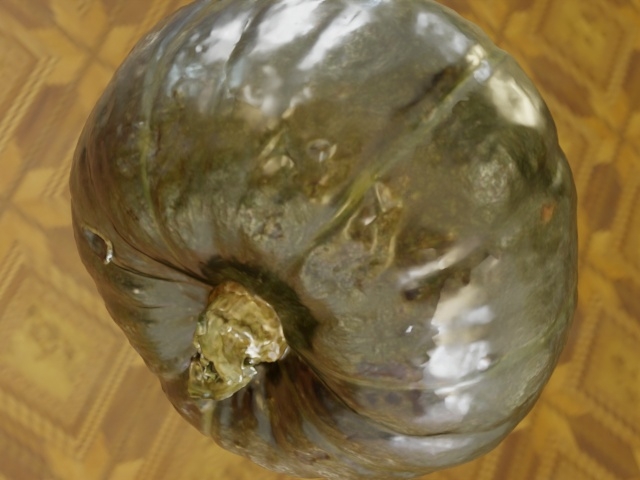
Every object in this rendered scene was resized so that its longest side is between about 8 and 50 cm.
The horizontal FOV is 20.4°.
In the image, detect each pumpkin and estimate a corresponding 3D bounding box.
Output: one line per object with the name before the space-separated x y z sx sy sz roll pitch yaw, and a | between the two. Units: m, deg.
pumpkin | 0.000 0.000 0.721 0.224 0.223 0.157 48 51 -8
